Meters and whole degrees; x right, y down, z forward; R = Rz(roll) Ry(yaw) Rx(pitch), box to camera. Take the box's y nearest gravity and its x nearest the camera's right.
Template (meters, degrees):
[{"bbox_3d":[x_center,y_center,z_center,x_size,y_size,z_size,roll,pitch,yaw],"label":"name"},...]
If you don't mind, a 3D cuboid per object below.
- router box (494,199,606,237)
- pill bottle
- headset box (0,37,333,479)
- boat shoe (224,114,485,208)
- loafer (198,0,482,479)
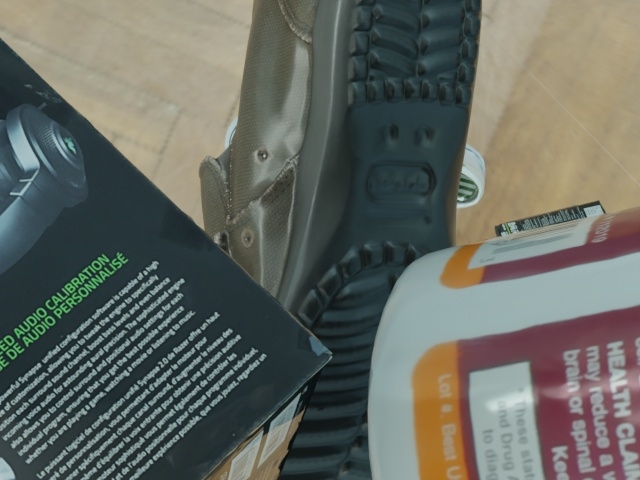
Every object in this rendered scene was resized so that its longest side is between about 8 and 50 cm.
[{"bbox_3d":[0.202,0.034,1.439,0.092,0.038,0.122,-14,123,1],"label":"router box"},{"bbox_3d":[0.239,0.077,0.723,0.392,0.224,0.224,-12,98,24],"label":"pill bottle"},{"bbox_3d":[-0.153,0.023,0.601,0.283,0.246,0.131,44,68,10],"label":"headset box"},{"bbox_3d":[0.032,-0.072,1.446,0.226,0.076,0.083,5,106,-4],"label":"boat shoe"},{"bbox_3d":[0.000,0.000,0.955,0.134,0.130,0.366,10,92,-39],"label":"loafer"}]
